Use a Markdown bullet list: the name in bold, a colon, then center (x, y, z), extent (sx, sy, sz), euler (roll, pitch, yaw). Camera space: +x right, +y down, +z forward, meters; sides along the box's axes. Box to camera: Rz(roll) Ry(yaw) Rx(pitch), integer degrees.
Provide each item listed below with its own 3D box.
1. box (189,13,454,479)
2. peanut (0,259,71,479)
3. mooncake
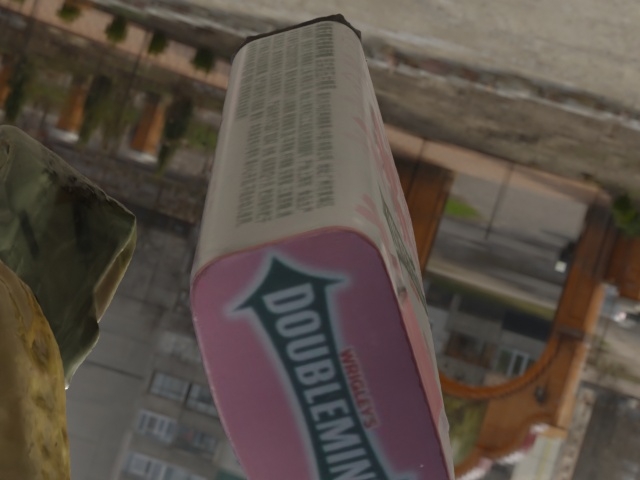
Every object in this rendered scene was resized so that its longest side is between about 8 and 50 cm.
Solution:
- **box**: center (0.000, 0.000, 0.774), extent (0.112, 0.190, 0.370), euler (-14, -156, 5)
- **peanut**: center (-0.151, 0.114, 0.469), extent (0.120, 0.236, 0.110), euler (1, 170, -30)
- **mooncake**: center (-0.174, 0.010, 0.715), extent (0.073, 0.130, 0.125), euler (-2, 141, 40)
